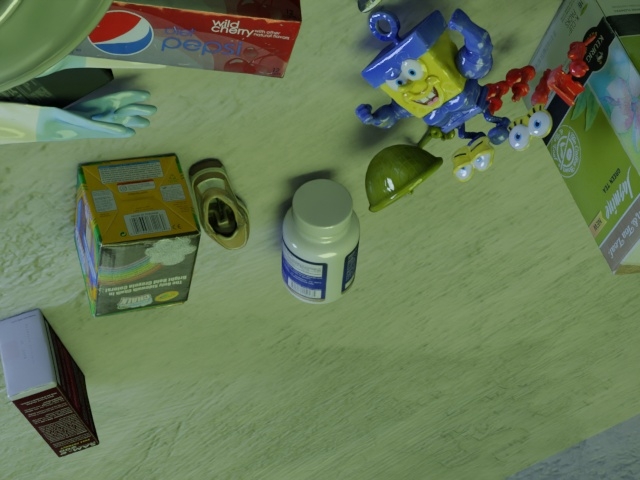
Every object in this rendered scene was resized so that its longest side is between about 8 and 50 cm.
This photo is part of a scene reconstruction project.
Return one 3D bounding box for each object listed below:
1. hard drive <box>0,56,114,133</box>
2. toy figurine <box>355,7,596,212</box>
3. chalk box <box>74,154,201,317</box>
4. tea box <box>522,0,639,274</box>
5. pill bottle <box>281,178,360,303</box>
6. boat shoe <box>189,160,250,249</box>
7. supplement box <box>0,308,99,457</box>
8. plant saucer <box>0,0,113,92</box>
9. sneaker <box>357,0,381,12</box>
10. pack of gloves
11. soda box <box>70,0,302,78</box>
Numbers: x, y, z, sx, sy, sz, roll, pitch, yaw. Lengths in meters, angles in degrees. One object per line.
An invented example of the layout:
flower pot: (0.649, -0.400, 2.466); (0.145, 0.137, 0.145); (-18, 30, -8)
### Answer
hard drive: (-0.310, -0.177, 1.250); (0.135, 0.022, 0.094); (-26, 148, 10)
toy figurine: (0.132, -0.202, 1.394); (0.217, 0.191, 0.362); (43, 141, -16)
chalk box: (-0.245, 0.008, 1.472); (0.132, 0.132, 0.213); (-8, 147, -21)
tea box: (0.488, -0.158, 1.447); (0.329, 0.323, 0.220); (-5, 145, -21)
pill bottle: (0.000, 0.000, 1.614); (0.112, 0.112, 0.186); (-13, 148, -12)
boat shoe: (-0.134, -0.028, 1.531); (0.068, 0.072, 0.190); (-22, 149, 2)
supplement box: (-0.410, 0.220, 1.701); (0.073, 0.130, 0.239); (-18, 148, -4)
plant saucer: (-0.343, -0.264, 0.923); (0.400, 0.100, 0.400); (-10, 131, -12)
sneaker: (0.078, -0.289, 1.291); (0.035, 0.031, 0.083); (15, 134, -44)
pack of gloves: (-0.279, -0.160, 1.229); (0.232, 0.046, 0.195); (-7, 147, -22)
soda box: (-0.156, -0.235, 1.137); (0.263, 0.083, 0.092); (4, 147, -14)
